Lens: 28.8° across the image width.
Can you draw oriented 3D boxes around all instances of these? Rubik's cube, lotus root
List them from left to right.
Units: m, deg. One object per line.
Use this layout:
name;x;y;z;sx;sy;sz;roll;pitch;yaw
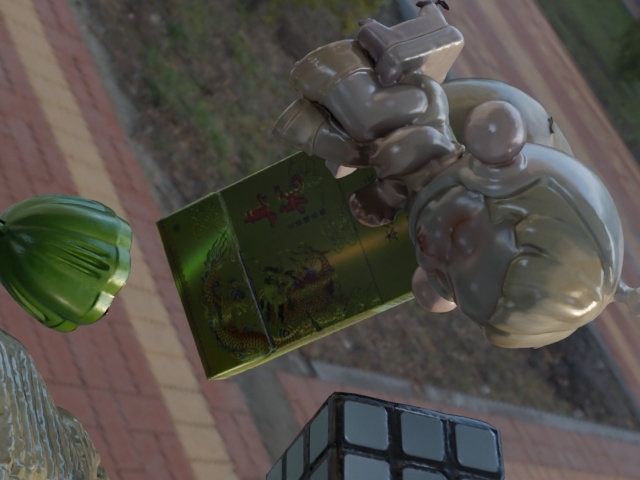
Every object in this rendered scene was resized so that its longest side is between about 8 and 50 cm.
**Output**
lotus root;-0.360;0.009;1.593;0.186;0.186;0.186;45;22;-24
Rubik's cube;0.052;0.242;1.043;0.161;0.162;0.163;14;50;-17

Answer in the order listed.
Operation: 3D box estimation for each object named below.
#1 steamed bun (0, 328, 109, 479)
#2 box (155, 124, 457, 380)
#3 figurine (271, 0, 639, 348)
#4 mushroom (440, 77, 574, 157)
steamed bun;-0.315;0.224;0.964;0.367;0.255;0.342;63;1;-38
box;0.000;0.000;1.188;0.043;0.311;0.173;9;60;-66
figurine;0.098;-0.023;0.809;0.256;0.182;0.144;49;35;17
mushroom;0.186;-0.041;1.520;0.297;0.297;0.290;39;11;-36
